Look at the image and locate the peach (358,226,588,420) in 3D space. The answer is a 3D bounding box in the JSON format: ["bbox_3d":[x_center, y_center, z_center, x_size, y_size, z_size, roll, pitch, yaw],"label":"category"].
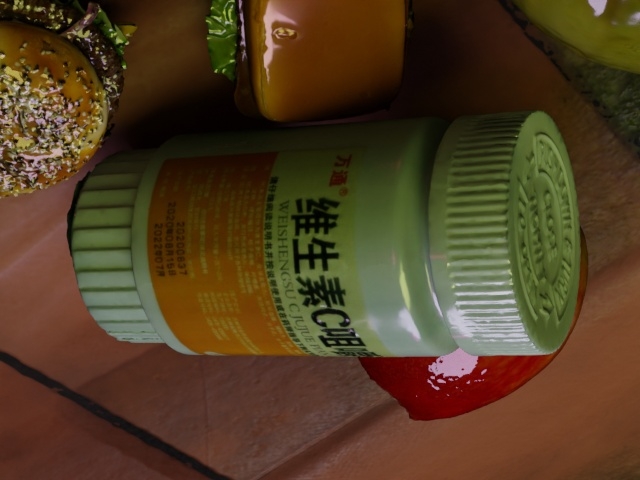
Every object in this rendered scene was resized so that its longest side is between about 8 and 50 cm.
[{"bbox_3d":[0.103,0.043,1.077,0.197,0.197,0.197,-8,136,-8],"label":"peach"}]

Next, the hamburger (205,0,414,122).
[{"bbox_3d":[-0.007,-0.155,0.914,0.137,0.087,0.166,-5,134,-11],"label":"hamburger"}]

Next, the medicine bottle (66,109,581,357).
[{"bbox_3d":[0.000,0.000,0.945,0.318,0.158,0.158,-1,143,26],"label":"medicine bottle"}]

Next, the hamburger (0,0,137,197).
[{"bbox_3d":[-0.207,-0.088,0.909,0.164,0.093,0.189,6,141,-17],"label":"hamburger"}]

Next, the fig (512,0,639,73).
[{"bbox_3d":[0.197,-0.214,0.826,0.239,0.239,0.271,-9,167,-7],"label":"fig"}]

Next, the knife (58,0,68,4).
[{"bbox_3d":[-0.154,-0.190,0.884,0.060,0.028,0.230,28,126,-34],"label":"knife"}]
